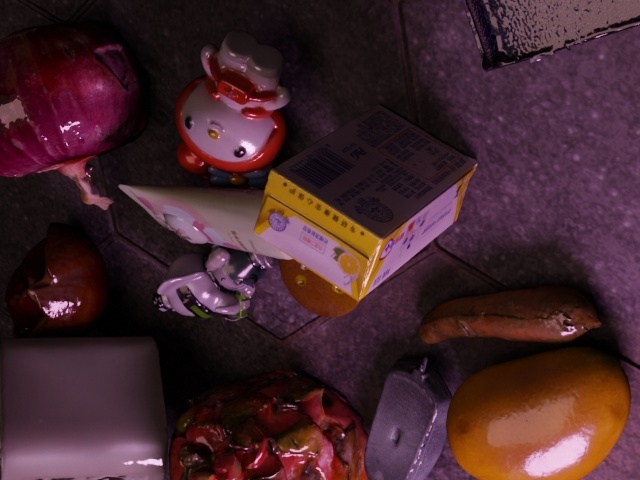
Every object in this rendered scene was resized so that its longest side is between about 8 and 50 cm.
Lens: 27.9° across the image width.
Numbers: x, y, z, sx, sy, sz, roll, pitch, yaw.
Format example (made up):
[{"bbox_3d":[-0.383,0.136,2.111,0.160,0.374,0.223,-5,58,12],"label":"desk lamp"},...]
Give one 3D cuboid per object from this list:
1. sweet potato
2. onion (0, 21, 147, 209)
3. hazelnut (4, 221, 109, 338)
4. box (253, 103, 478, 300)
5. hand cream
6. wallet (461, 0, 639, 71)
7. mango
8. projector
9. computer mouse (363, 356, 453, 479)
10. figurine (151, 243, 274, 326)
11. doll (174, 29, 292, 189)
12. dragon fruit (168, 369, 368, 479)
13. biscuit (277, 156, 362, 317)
[{"bbox_3d":[0.232,0.100,1.674,0.273,0.075,0.075,-7,107,38],"label":"sweet potato"},{"bbox_3d":[-0.405,-0.197,1.867,0.272,0.230,0.256,53,129,12],"label":"onion"},{"bbox_3d":[-0.419,0.071,2.037,0.170,0.160,0.202,20,115,59],"label":"hazelnut"},{"bbox_3d":[0.060,-0.054,1.593,0.168,0.265,0.097,32,127,16],"label":"box"},{"bbox_3d":[-0.122,-0.033,1.777,0.305,0.093,0.147,8,160,28],"label":"hand cream"},{"bbox_3d":[0.271,-0.327,1.459,0.262,0.071,0.221,-14,98,34],"label":"wallet"},{"bbox_3d":[0.284,0.235,1.657,0.254,0.139,0.175,-19,107,32],"label":"mango"},{"bbox_3d":[-0.377,0.297,1.983,0.249,0.249,0.248,110,155,-47],"label":"projector"},{"bbox_3d":[0.129,0.258,1.819,0.113,0.068,0.229,33,116,33],"label":"computer mouse"},{"bbox_3d":[-0.161,0.058,1.887,0.192,0.147,0.126,-23,78,20],"label":"figurine"},{"bbox_3d":[-0.122,-0.158,1.751,0.161,0.130,0.290,27,139,3],"label":"doll"},{"bbox_3d":[-0.106,0.367,1.899,0.314,0.263,0.296,-15,102,37],"label":"dragon fruit"},{"bbox_3d":[0.000,0.000,1.806,0.180,0.039,0.236,7,117,30],"label":"biscuit"}]
